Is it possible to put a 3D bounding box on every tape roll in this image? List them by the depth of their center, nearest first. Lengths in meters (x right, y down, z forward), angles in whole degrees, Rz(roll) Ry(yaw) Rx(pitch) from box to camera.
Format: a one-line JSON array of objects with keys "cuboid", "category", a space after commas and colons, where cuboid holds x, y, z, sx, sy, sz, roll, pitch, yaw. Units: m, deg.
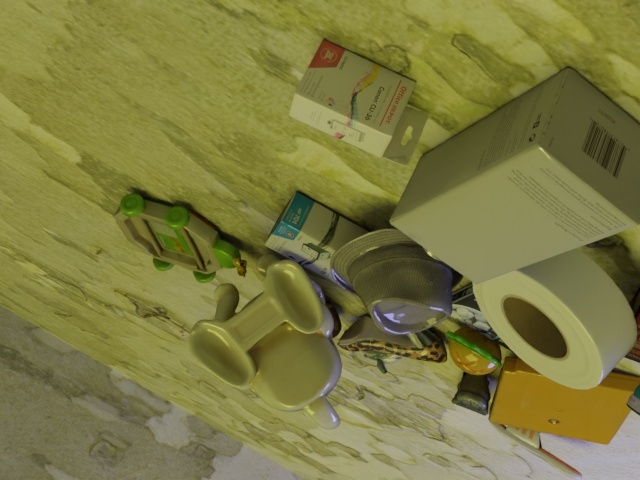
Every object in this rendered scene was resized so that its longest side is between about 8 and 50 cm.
[{"cuboid": [0.401, 0.121, 1.563, 0.286, 0.100, 0.286, 43, 161, 19], "category": "tape roll"}]

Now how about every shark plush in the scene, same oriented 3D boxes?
[{"cuboid": [0.136, 0.257, 2.234, 0.161, 0.073, 0.067, 34, 140, 31], "category": "shark plush"}]

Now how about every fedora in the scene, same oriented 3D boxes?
[{"cuboid": [0.155, 0.097, 1.720, 0.243, 0.124, 0.275, -26, 143, 30], "category": "fedora"}]

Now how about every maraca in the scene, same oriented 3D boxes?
[{"cuboid": [0.327, 0.232, 1.917, 0.127, 0.099, 0.185, 25, 173, 23], "category": "maraca"}]

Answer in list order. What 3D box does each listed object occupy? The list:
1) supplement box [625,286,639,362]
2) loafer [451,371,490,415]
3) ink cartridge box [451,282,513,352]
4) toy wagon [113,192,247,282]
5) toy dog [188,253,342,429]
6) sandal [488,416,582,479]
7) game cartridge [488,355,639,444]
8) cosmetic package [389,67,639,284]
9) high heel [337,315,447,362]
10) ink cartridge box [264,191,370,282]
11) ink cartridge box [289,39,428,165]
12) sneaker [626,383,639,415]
[{"cuboid": [0.574, 0.128, 1.532, 0.080, 0.104, 0.188, 20, 153, 13], "category": "supplement box"}, {"cuboid": [0.373, 0.361, 2.151, 0.094, 0.087, 0.251, 20, 169, 8], "category": "loafer"}, {"cuboid": [0.381, 0.148, 1.802, 0.206, 0.045, 0.208, 31, 151, -11], "category": "ink cartridge box"}, {"cuboid": [-0.318, 0.004, 2.120, 0.344, 0.068, 0.267, 15, 152, 19], "category": "toy wagon"}, {"cuboid": [-0.063, 0.212, 2.016, 0.395, 0.284, 0.408, 43, -177, -1], "category": "toy dog"}, {"cuboid": [0.547, 0.499, 2.251, 0.265, 0.076, 0.102, 31, 179, 15], "category": "sandal"}, {"cuboid": [0.533, 0.355, 1.995, 0.285, 0.053, 0.324, 10, 149, 9], "category": "game cartridge"}, {"cuboid": [0.293, -0.079, 1.346, 0.197, 0.155, 0.365, 35, 153, -17], "category": "cosmetic package"}, {"cuboid": [0.166, 0.256, 2.117, 0.186, 0.093, 0.261, 41, 141, -16], "category": "high heel"}, {"cuboid": [0.000, 0.000, 1.823, 0.190, 0.082, 0.139, 30, 153, -5], "category": "ink cartridge box"}, {"cuboid": [0.066, -0.206, 1.357, 0.198, 0.115, 0.067, 24, 153, 0], "category": "ink cartridge box"}, {"cuboid": [0.666, 0.264, 1.612, 0.123, 0.178, 0.295, 27, -177, -3], "category": "sneaker"}]
